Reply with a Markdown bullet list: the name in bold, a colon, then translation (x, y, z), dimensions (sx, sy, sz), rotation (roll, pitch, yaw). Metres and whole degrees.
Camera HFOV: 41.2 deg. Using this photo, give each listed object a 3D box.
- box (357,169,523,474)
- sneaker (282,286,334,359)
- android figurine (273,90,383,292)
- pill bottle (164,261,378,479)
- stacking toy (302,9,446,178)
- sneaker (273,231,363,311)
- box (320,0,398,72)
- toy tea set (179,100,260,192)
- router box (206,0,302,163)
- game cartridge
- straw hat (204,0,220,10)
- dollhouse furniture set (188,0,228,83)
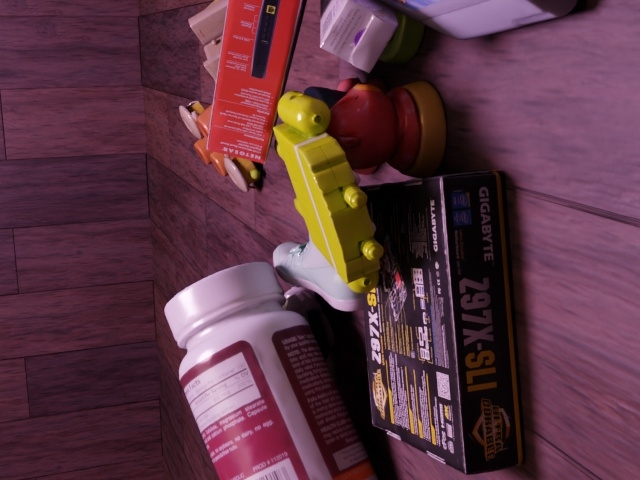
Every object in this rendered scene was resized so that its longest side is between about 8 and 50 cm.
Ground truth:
- **box**: translation (0.129, 0.086, 1.009), dimensions (0.257, 0.079, 0.322), rotation (179, 85, -72)
- **sneaker**: translation (-0.029, 0.204, 1.473), dimensions (0.132, 0.086, 0.229), rotation (-144, 53, -62)
- **android figurine**: translation (0.009, -0.052, 1.007), dimensions (0.273, 0.056, 0.248), rotation (-136, 25, -68)
- **pill bottle**: translation (-0.086, 0.248, 1.322), dimensions (0.392, 0.224, 0.224), rotation (65, 156, 15)
- **stacking toy**: translation (0.032, -0.214, 1.125), dimensions (0.309, 0.130, 0.280), rotation (-176, 81, -70)
- **sneaker**: translation (0.001, 0.000, 1.316), dimensions (0.256, 0.094, 0.151), rotation (24, 124, 57)
- **box**: translation (0.040, -0.304, 1.002), dimensions (0.067, 0.063, 0.324), rotation (-55, 20, 30)
- **toy tea set**: translation (-0.201, -0.237, 1.856), dimensions (0.200, 0.124, 0.336), rotation (61, 168, -26)
- **router box**: translation (-0.058, -0.322, 1.102), dimensions (0.301, 0.082, 0.336), rotation (109, 174, -49)
- **game cartridge**: translation (0.069, -0.278, 0.785), dimensions (0.062, 0.297, 0.198), rotation (-67, 20, -7)
- **straw hat**: translation (-0.185, -0.473, 1.753), dimensions (0.061, 0.144, 0.144), rotation (47, 174, -24)
- **dollhouse furniture set**: translation (-0.193, -0.427, 1.683), dimensions (0.151, 0.144, 0.123), rotation (51, -166, -50)
